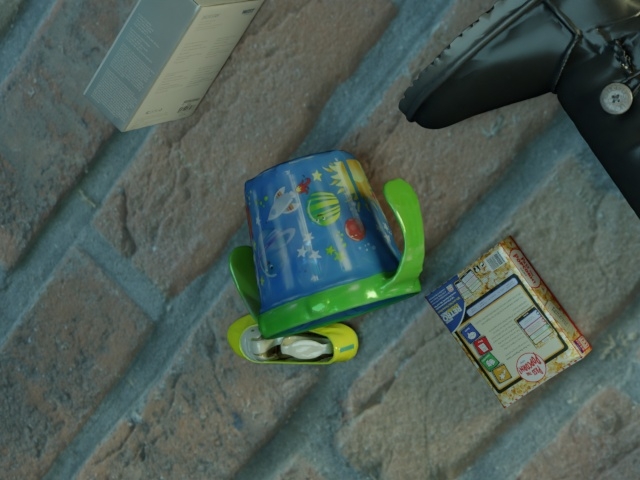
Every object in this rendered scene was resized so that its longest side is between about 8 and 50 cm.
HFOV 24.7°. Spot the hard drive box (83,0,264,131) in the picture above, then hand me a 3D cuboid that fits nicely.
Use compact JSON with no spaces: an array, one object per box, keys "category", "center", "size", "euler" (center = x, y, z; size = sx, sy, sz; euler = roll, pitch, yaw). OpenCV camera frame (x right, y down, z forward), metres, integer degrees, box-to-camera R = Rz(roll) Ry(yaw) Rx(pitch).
[{"category":"hard drive box","center":[-0.207,-0.279,2.095],"size":[0.089,0.181,0.232],"euler":[44,118,13]}]

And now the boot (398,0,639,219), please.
[{"category":"boot","center":[0.358,-0.121,1.866],"size":[0.445,0.146,0.367],"euler":[50,122,3]}]

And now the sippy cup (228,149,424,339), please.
[{"category":"sippy cup","center":[0.000,0.000,2.045],"size":[0.305,0.240,0.224],"euler":[-17,84,8]}]

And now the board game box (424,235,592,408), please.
[{"category":"board game box","center":[0.258,0.114,2.025],"size":[0.146,0.045,0.193],"euler":[-38,84,30]}]

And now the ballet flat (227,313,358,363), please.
[{"category":"ballet flat","center":[-0.055,0.152,2.186],"size":[0.231,0.077,0.077],"euler":[1,104,28]}]
